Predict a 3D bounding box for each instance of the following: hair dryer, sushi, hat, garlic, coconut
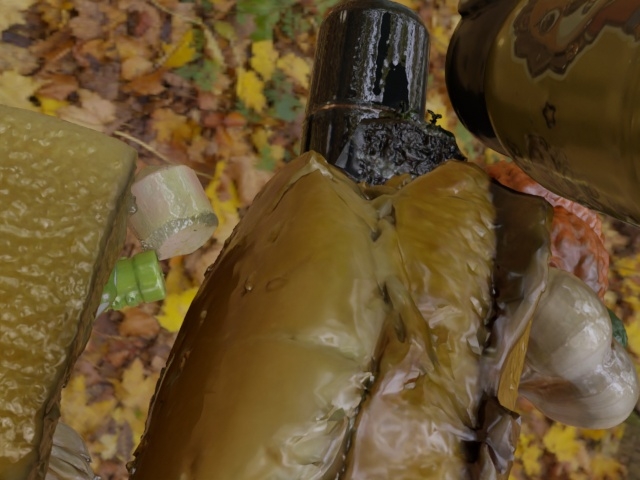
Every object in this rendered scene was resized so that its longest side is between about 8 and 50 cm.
[{"bbox_3d":[0.013,-0.084,1.002,0.107,0.352,0.189,10,76,-10],"label":"hair dryer"},{"bbox_3d":[0.066,-0.061,0.786,0.084,0.083,0.056,-59,164,-19],"label":"sushi"},{"bbox_3d":[0.293,0.043,1.420,0.285,0.400,0.285,-2,103,-7],"label":"hat"},{"bbox_3d":[0.215,0.095,0.902,0.099,0.124,0.174,-48,132,-20],"label":"garlic"},{"bbox_3d":[-0.291,0.255,1.124,0.094,0.074,0.113,30,48,-16],"label":"garlic"},{"bbox_3d":[-0.206,-0.045,1.344,0.116,0.116,0.122,-17,66,-36],"label":"coconut"}]

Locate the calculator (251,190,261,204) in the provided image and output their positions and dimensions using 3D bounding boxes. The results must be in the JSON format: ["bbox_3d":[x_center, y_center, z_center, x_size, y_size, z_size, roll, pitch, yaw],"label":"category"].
[{"bbox_3d":[0.000,0.000,1.306,0.268,0.040,0.177,-11,83,-59],"label":"calculator"}]

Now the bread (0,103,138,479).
[{"bbox_3d":[-0.216,0.039,0.565,0.185,0.114,0.274,16,47,-10],"label":"bread"}]

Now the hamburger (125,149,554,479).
[{"bbox_3d":[0.000,0.115,0.465,0.284,0.174,0.304,108,-4,-46],"label":"hamburger"}]

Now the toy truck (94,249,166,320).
[{"bbox_3d":[-0.270,0.037,1.010,0.187,0.148,0.210,-23,155,8],"label":"toy truck"}]

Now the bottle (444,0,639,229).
[{"bbox_3d":[0.194,-0.103,0.677,0.171,0.351,0.171,-5,105,-17],"label":"bottle"}]
